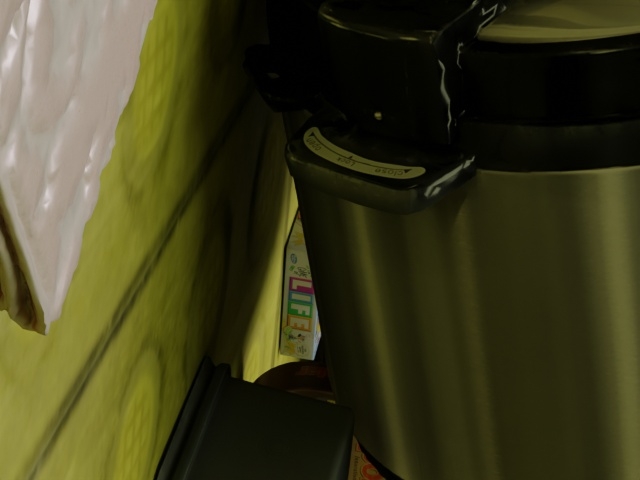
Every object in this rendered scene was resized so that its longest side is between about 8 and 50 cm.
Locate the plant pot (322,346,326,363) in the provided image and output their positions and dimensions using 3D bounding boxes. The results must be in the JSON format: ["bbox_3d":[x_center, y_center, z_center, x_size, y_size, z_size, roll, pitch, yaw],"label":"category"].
[{"bbox_3d":[0.132,0.039,1.604,0.323,0.323,0.280,-68,150,-62],"label":"plant pot"}]

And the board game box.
[{"bbox_3d":[0.000,0.000,1.429,0.154,0.026,0.103,-73,169,-50],"label":"board game box"}]

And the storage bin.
[{"bbox_3d":[-0.035,0.141,1.055,0.135,0.091,0.098,-69,167,-57],"label":"storage bin"}]

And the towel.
[{"bbox_3d":[-0.067,-0.185,0.489,0.317,0.053,0.332,89,13,-62],"label":"towel"}]

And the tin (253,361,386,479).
[{"bbox_3d":[-0.003,0.156,1.281,0.040,0.106,0.189,-73,171,-48],"label":"tin"}]

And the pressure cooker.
[{"bbox_3d":[0.153,-0.076,1.074,0.370,0.375,0.420,-96,177,-57],"label":"pressure cooker"}]
